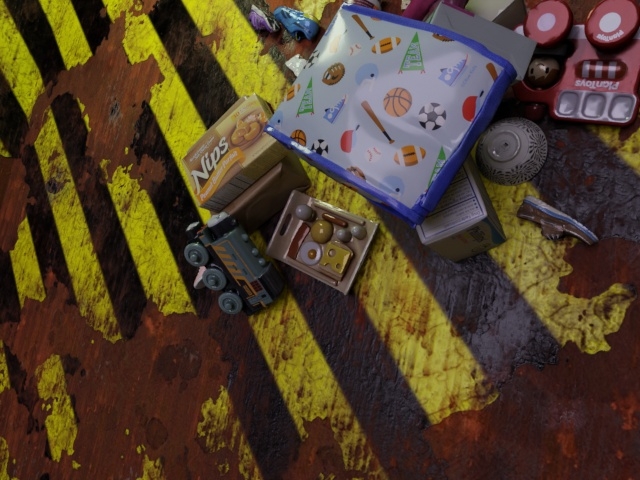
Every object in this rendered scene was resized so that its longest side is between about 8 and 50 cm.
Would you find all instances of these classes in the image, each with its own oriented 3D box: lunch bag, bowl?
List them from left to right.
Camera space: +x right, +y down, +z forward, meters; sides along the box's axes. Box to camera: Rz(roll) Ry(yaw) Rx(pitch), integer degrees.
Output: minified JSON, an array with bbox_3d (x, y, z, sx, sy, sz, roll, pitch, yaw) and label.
[{"bbox_3d":[0.136,-0.241,0.912,0.385,0.238,0.328,35,97,39],"label":"lunch bag"},{"bbox_3d":[0.449,-0.222,1.110,0.170,0.080,0.170,-2,86,34],"label":"bowl"}]

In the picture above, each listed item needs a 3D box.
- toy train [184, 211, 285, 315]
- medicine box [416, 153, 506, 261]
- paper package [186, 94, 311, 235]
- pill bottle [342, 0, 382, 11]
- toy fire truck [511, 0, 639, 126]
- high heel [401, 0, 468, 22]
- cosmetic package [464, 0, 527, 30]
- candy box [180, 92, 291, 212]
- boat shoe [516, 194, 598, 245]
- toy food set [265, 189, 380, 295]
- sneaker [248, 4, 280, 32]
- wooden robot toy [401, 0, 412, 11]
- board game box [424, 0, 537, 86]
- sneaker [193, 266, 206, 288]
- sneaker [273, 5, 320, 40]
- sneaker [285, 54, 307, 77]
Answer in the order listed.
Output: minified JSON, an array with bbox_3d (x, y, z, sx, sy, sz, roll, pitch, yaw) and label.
[{"bbox_3d":[-0.251,0.071,1.358,0.190,0.142,0.334,-25,107,23],"label":"toy train"},{"bbox_3d":[0.297,-0.122,1.082,0.149,0.263,0.290,-24,68,24],"label":"medicine box"},{"bbox_3d":[-0.238,-0.234,1.471,0.309,0.168,0.325,-38,64,19],"label":"paper package"},{"bbox_3d":[0.113,-0.665,1.391,0.121,0.121,0.221,19,89,31],"label":"pill bottle"},{"bbox_3d":[0.578,-0.399,1.057,0.302,0.169,0.254,16,106,32],"label":"toy fire truck"},{"bbox_3d":[0.260,-0.591,1.204,0.377,0.127,0.182,-155,68,-63],"label":"high heel"},{"bbox_3d":[0.389,-0.631,1.210,0.129,0.153,0.296,-42,64,17],"label":"cosmetic package"},{"bbox_3d":[-0.247,-0.247,1.328,0.316,0.087,0.183,-36,64,20],"label":"candy box"},{"bbox_3d":[0.535,-0.032,1.049,0.183,0.066,0.066,43,106,40],"label":"boat shoe"},{"bbox_3d":[0.000,0.000,1.325,0.306,0.092,0.220,25,92,32],"label":"toy food set"},{"bbox_3d":[-0.202,-0.773,1.641,0.170,0.068,0.071,52,121,37],"label":"sneaker"},{"bbox_3d":[0.284,-0.762,1.349,0.078,0.076,0.174,8,83,20],"label":"wooden robot toy"},{"bbox_3d":[0.311,-0.410,1.074,0.223,0.303,0.098,21,90,-6],"label":"board game box"},{"bbox_3d":[-0.388,0.097,1.552,0.134,0.051,0.070,-50,59,7],"label":"sneaker"},{"bbox_3d":[-0.095,-0.729,1.556,0.209,0.069,0.082,32,99,31],"label":"sneaker"},{"bbox_3d":[-0.058,-0.558,1.506,0.061,0.053,0.152,-42,62,13],"label":"sneaker"}]
